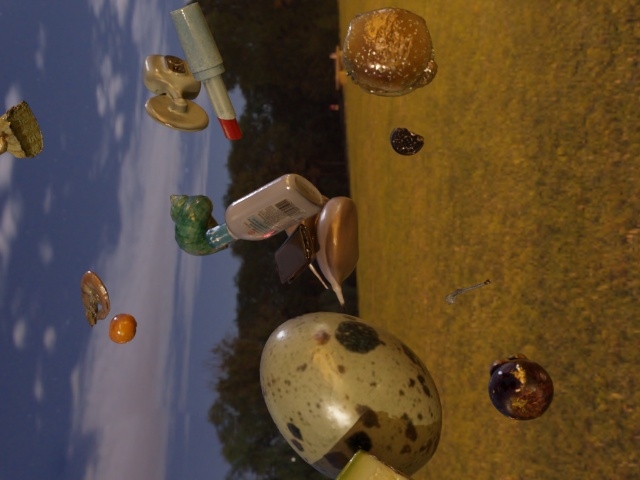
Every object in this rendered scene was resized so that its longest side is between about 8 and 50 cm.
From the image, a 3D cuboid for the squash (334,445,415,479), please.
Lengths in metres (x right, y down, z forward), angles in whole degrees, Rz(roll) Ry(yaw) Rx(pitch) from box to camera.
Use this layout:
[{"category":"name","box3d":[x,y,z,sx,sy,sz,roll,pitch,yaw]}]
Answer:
[{"category":"squash","box3d":[0.055,0.485,1.087,0.289,0.203,0.111,-58,2,-13]}]

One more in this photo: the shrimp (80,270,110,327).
[{"category":"shrimp","box3d":[-0.635,0.180,1.981,0.126,0.047,0.223,40,137,24]}]

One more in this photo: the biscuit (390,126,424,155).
[{"category":"biscuit","box3d":[0.232,-0.268,1.868,0.027,0.089,0.087,-91,-17,-61]}]

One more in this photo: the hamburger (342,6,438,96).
[{"category":"hamburger","box3d":[0.160,-0.420,1.557,0.122,0.215,0.189,-28,-50,-83]}]

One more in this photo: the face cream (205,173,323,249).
[{"category":"face cream","box3d":[-0.162,-0.063,1.851,0.163,0.336,0.080,33,-139,-44]}]

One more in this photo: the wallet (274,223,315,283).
[{"category":"wallet","box3d":[-0.075,0.043,1.953,0.198,0.031,0.110,-45,55,55]}]

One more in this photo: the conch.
[{"category":"conch","box3d":[-0.367,-0.050,2.050,0.196,0.134,0.202,-126,18,-85]}]

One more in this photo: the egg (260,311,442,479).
[{"category":"egg","box3d":[0.058,0.292,1.308,0.379,0.287,0.287,48,-169,-16]}]

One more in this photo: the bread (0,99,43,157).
[{"category":"bread","box3d":[-0.854,-0.310,1.947,0.103,0.110,0.156,-48,-40,-46]}]

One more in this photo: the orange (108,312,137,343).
[{"category":"orange","box3d":[-0.520,0.232,1.836,0.083,0.070,0.083,-173,90,-74]}]

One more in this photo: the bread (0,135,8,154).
[{"category":"bread","box3d":[-0.768,-0.215,1.627,0.049,0.088,0.034,60,-173,-14]}]

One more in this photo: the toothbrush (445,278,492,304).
[{"category":"toothbrush","box3d":[0.379,0.130,1.812,0.294,0.026,0.028,119,137,-72]}]

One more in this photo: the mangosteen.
[{"category":"mangosteen","box3d":[0.592,0.426,2.087,0.217,0.192,0.192,-88,-1,-63]}]

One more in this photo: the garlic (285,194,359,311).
[{"category":"garlic","box3d":[0.000,0.000,2.030,0.246,0.231,0.340,89,-173,-50]}]

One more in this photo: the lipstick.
[{"category":"lipstick","box3d":[-0.221,-0.329,1.393,0.061,0.068,0.274,-47,-55,-48]}]

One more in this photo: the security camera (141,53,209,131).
[{"category":"security camera","box3d":[-0.363,-0.373,1.750,0.080,0.157,0.301,-64,32,33]}]
